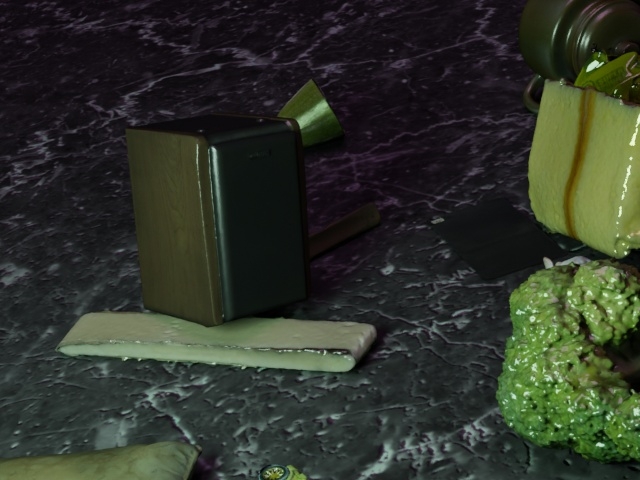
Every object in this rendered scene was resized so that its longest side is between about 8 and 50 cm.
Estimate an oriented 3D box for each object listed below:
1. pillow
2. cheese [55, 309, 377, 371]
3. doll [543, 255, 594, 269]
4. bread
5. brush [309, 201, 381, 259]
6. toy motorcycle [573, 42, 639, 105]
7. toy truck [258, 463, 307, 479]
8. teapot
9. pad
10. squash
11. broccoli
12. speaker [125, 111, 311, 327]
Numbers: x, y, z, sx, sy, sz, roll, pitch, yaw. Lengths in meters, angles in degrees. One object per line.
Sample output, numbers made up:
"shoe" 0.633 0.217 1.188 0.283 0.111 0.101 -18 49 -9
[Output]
"pillow" -0.280 0.264 1.346 0.302 0.075 0.185 -5 26 10
"cheese" -0.129 0.118 1.618 0.400 0.034 0.085 1 25 22
"doll" 0.291 0.063 1.530 0.127 0.073 0.084 25 76 46
"bread" 0.413 -0.075 1.669 0.236 0.198 0.263 6 13 -20
"brush" 0.000 0.000 1.797 0.190 0.034 0.027 -28 15 -28
"toy motorcycle" 0.490 -0.202 1.892 0.342 0.142 0.206 -12 45 8
"toy truck" -0.064 0.280 1.231 0.169 0.077 0.100 -24 27 -27
"teapot" 0.411 -0.297 2.057 0.268 0.185 0.175 -52 33 3
"pad" 0.224 -0.005 1.747 0.116 0.004 0.193 -18 28 -12
"squash" -0.040 -0.174 2.105 0.132 0.105 0.105 -33 29 -1
"broccoli" 0.313 0.107 1.302 0.302 0.186 0.254 -3 21 26
"speaker" -0.123 -0.028 1.631 0.153 0.231 0.192 -14 15 -38
